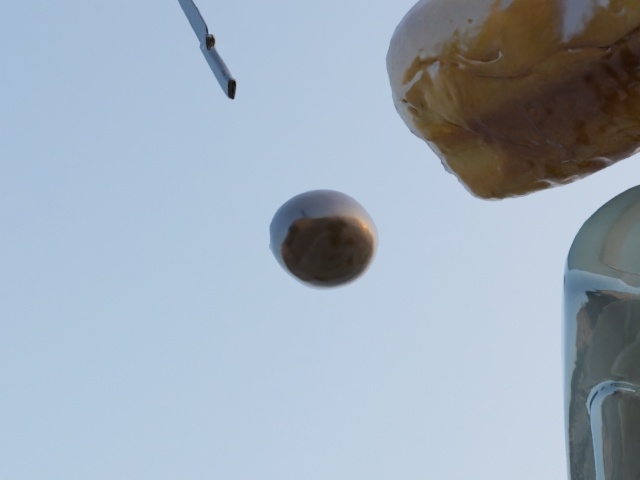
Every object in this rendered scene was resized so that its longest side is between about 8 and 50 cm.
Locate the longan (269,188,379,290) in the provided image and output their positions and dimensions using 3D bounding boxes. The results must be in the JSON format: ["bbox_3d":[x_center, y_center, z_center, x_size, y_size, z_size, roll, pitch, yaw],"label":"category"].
[{"bbox_3d":[0.000,0.000,1.290,0.113,0.092,0.113,3,-12,1],"label":"longan"}]

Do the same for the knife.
[{"bbox_3d":[-0.108,-0.189,1.232,0.010,0.170,0.023,-5,-38,-34],"label":"knife"}]

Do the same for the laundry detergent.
[{"bbox_3d":[0.193,0.123,0.794,0.215,0.105,0.280,-38,-49,-59],"label":"laundry detergent"}]

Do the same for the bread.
[{"bbox_3d":[0.209,-0.159,0.898,0.344,0.195,0.149,-24,-66,35],"label":"bread"}]
